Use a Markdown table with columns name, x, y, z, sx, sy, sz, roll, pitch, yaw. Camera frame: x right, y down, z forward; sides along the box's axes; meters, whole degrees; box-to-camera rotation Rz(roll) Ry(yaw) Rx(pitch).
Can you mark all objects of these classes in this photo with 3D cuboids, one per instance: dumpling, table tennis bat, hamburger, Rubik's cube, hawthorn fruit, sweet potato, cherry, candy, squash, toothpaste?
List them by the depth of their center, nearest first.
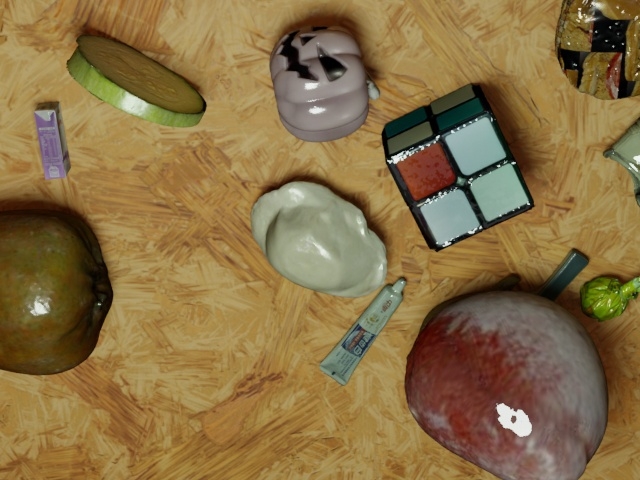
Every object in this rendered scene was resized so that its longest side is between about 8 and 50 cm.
| name | x | y | z | sx | sy | sz | roll | pitch | yaw |
| --- | --- | --- | --- | --- | --- | --- | --- | --- | --- |
| squash | -0.273 | -0.231 | 1.718 | 0.219 | 0.219 | 0.041 | 28 | 110 | -12 |
| hamburger | 0.462 | -0.316 | 1.723 | 0.231 | 0.107 | 0.231 | 7 | 127 | 9 |
| Rubik's cube | 0.210 | -0.116 | 1.799 | 0.183 | 0.167 | 0.180 | -23 | 111 | 8 |
| hawthorn fruit | -0.488 | 0.083 | 1.833 | 0.300 | 0.268 | 0.268 | 0 | 114 | 10 |
| cherry | 0.314 | 0.234 | 1.847 | 0.335 | 0.326 | 0.291 | 27 | 117 | 31 |
| dumpling | 0.000 | 0.000 | 1.871 | 0.250 | 0.132 | 0.162 | 30 | 120 | 4 |
| candy | 0.544 | 0.062 | 1.895 | 0.262 | 0.077 | 0.073 | -31 | 108 | 33 |
| sweet potato | 0.230 | 0.130 | 1.964 | 0.249 | 0.059 | 0.069 | -42 | 110 | 17 |
| table tennis bat | 0.353 | 0.135 | 1.988 | 0.173 | 0.022 | 0.301 | 31 | 111 | -13 |
| toothpaste | 0.079 | 0.154 | 1.989 | 0.060 | 0.038 | 0.233 | 31 | 113 | -9 |

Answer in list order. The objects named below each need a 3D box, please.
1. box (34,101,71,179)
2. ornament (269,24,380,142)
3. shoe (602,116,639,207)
| name | x | y | z | sx | sy | sz | roll | pitch | yaw |
| --- | --- | --- | --- | --- | --- | --- | --- | --- | --- |
| box | -0.428 | -0.160 | 1.838 | 0.036 | 0.051 | 0.117 | -4 | 115 | 0 |
| ornament | 0.008 | -0.239 | 1.741 | 0.177 | 0.177 | 0.178 | 0 | 114 | 0 |
| shoe | 0.561 | -0.073 | 1.860 | 0.098 | 0.103 | 0.275 | -34 | 104 | 15 |
